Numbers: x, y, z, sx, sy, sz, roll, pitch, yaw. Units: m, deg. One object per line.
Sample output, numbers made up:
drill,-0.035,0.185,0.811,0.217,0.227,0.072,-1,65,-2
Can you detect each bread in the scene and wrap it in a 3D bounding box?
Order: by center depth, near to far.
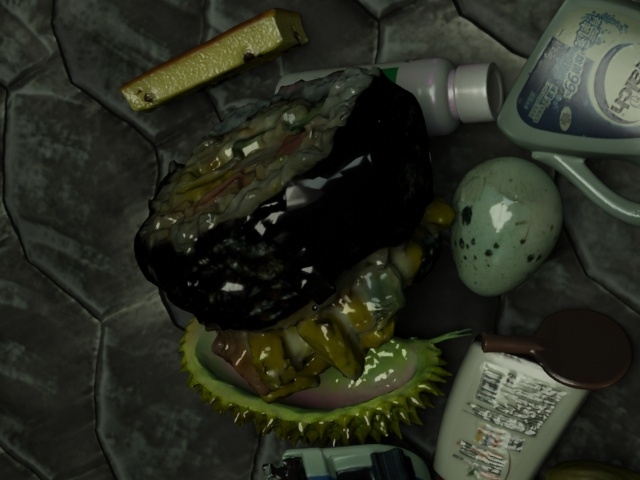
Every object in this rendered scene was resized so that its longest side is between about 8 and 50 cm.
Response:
bread,-0.129,-0.215,1.992,0.226,0.088,0.049,-23,87,23

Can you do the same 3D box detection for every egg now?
egg,0.201,-0.014,1.844,0.131,0.131,0.164,25,104,19

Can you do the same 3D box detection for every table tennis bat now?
table tennis bat,0.268,0.088,1.797,0.170,0.119,0.107,3,51,-2

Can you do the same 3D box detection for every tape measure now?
tape measure,0.016,0.363,1.936,0.215,0.351,0.098,-3,53,-15

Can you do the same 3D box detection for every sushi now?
sushi,0.000,0.000,1.783,0.328,0.328,0.285,-24,112,30

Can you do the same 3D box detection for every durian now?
durian,-0.017,0.157,1.933,0.355,0.157,0.169,8,84,24

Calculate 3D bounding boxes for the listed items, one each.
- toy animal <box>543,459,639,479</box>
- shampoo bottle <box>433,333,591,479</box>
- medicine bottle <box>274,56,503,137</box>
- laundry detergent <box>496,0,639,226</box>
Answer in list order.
toy animal,0.394,0.335,1.756,0.363,0.180,0.181,8,103,23
shampoo bottle,0.201,0.257,1.894,0.153,0.071,0.284,22,103,16
medicine bottle,0.079,-0.162,1.906,0.260,0.095,0.095,-5,91,23
laundry detergent,0.354,-0.130,1.790,0.280,0.105,0.215,34,104,15
